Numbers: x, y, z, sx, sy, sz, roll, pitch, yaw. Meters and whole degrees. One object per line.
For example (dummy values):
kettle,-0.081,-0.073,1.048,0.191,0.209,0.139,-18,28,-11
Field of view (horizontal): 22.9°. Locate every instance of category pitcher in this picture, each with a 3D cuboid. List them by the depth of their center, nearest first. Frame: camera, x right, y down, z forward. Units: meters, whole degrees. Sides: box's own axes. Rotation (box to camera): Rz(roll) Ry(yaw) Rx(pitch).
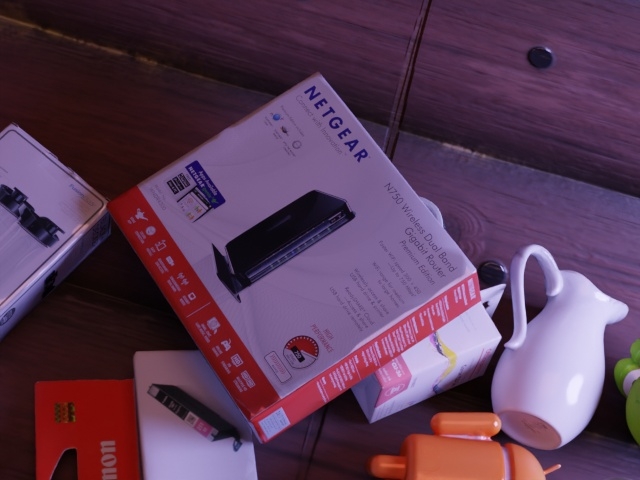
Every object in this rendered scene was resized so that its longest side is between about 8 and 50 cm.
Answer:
pitcher,0.263,0.123,1.855,0.178,0.125,0.207,41,58,-22

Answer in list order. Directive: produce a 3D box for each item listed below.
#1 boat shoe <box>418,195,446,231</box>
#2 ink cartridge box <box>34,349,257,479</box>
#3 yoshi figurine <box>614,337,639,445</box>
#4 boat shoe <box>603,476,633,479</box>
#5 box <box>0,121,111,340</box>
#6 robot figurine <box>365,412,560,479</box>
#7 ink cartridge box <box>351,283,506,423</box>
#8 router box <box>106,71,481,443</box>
boat shoe,0.000,0.000,1.909,0.303,0.091,0.114,6,70,9
ink cartridge box,-0.194,0.246,1.744,0.239,0.060,0.275,0,50,-11
yoshi figurine,0.483,0.253,1.805,0.362,0.203,0.203,37,72,13
boat shoe,0.332,0.423,1.752,0.111,0.104,0.307,0,66,1
box,-0.399,0.020,1.844,0.169,0.087,0.290,37,66,10
robot figurine,0.159,0.287,1.776,0.219,0.128,0.158,6,43,-4
ink cartridge box,0.137,0.132,1.851,0.198,0.115,0.067,-22,67,-17
router box,-0.034,0.012,1.804,0.301,0.082,0.335,-33,62,-7
